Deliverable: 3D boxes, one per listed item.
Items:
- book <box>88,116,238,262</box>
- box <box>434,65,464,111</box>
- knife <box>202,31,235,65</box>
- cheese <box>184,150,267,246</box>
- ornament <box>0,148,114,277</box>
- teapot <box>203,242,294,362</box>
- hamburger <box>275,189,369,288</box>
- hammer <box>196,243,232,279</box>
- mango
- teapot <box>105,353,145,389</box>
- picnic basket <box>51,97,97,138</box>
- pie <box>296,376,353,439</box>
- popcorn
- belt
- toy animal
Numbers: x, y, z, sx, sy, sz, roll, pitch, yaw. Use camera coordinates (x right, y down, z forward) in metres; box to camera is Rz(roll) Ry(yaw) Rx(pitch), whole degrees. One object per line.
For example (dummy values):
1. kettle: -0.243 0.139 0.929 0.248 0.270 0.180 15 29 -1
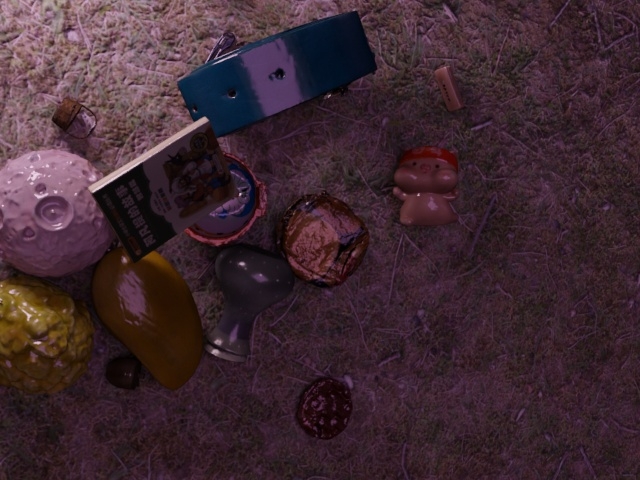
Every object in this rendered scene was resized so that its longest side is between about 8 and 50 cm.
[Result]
1. book: -0.301 -0.098 1.412 0.264 0.027 0.202 -35 138 -18
2. box: 0.332 -0.391 1.838 0.025 0.048 0.115 -28 102 -26
3. knife: -0.235 -0.426 1.626 0.031 0.018 0.121 34 81 -18
4. cheese: -0.274 -0.096 1.561 0.330 0.129 0.216 3 89 -22
5. ornament: -0.530 -0.054 1.407 0.260 0.225 0.259 -1 93 -22
6. teapot: -0.171 0.140 1.596 0.184 0.183 0.250 19 95 -21
7. hamburger: 0.000 0.000 1.690 0.231 0.107 0.230 -1 93 -18
8. hammer: -0.247 0.046 1.640 0.035 0.019 0.110 42 82 -18
9. mango: -0.358 0.152 1.530 0.195 0.142 0.331 -50 118 -32
10. teapot: -0.418 0.274 1.564 0.080 0.085 0.110 9 58 0
11. picnic basket: -0.512 -0.254 1.493 0.083 0.072 0.072 34 79 -19
12. pie: 0.012 0.411 1.744 0.154 0.038 0.153 0 90 -24
13. popcorn: -0.584 0.189 1.409 0.252 0.205 0.236 -6 125 19
14. belt: -0.088 -0.356 1.536 0.437 0.300 0.173 -24 102 -23
15. toy animal: 0.267 -0.136 1.766 0.171 0.171 0.197 -6 101 -22
